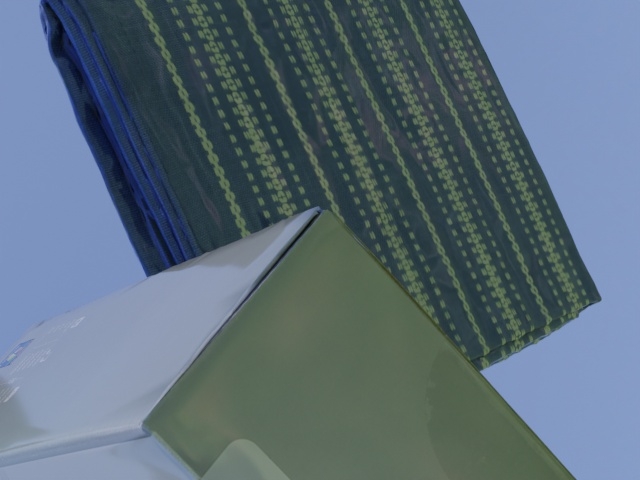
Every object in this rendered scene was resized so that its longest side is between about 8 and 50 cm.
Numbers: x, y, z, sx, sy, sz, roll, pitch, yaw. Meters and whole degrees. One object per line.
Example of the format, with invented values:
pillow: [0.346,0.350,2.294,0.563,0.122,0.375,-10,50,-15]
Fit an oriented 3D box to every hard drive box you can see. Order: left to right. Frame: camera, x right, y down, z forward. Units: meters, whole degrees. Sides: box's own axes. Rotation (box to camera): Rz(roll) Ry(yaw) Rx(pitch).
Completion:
hard drive box: [-0.020,0.101,0.564,0.181,0.232,0.089,47,-120,-12]

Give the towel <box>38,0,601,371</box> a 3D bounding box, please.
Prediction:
towel: [0.013,-0.032,0.860,0.336,0.040,0.243,-18,-97,-54]
